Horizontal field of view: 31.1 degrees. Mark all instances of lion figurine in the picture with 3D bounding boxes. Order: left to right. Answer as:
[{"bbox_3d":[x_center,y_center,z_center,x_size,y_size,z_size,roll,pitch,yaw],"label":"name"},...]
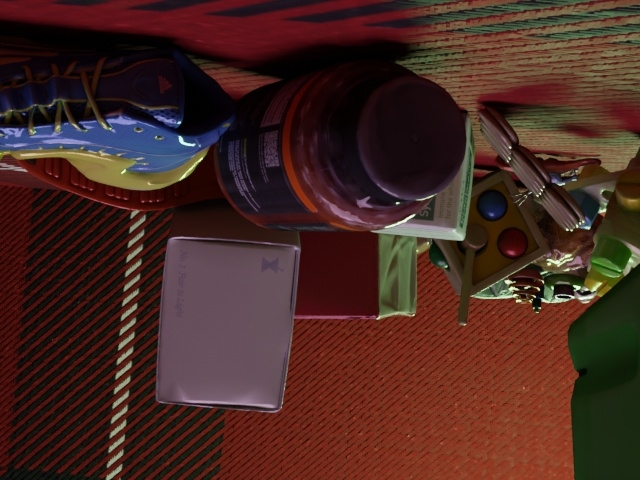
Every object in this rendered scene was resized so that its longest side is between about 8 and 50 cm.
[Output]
[{"bbox_3d":[0.202,-0.020,1.520,0.392,0.142,0.240,11,178,8],"label":"lion figurine"}]

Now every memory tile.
[{"bbox_3d":[0.162,-0.053,0.882,0.012,0.113,0.148,-40,174,5],"label":"memory tile"}]

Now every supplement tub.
[{"bbox_3d":[0.011,-0.057,0.721,0.106,0.106,0.198,6,179,-25],"label":"supplement tub"}]

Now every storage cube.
[{"bbox_3d":[0.000,0.000,1.339,0.193,0.215,0.184,-1,177,18],"label":"storage cube"}]

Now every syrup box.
[{"bbox_3d":[0.082,-0.053,0.994,0.096,0.093,0.237,6,179,8],"label":"syrup box"}]

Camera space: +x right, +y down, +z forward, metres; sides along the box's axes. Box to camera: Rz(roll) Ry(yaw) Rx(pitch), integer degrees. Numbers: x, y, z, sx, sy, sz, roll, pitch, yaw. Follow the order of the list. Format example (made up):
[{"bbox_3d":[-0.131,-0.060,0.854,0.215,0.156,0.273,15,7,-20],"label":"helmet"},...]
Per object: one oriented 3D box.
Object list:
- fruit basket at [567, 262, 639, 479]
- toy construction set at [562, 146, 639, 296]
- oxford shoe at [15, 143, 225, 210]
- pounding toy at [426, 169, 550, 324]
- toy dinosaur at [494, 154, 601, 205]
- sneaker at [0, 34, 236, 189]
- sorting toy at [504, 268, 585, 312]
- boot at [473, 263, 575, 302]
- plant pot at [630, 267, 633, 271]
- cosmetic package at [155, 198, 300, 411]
[{"bbox_3d":[0.361,0.088,0.635,0.392,0.283,0.392,1,165,0],"label":"fruit basket"},{"bbox_3d":[0.304,-0.019,0.854,0.215,0.151,0.327,30,174,5],"label":"toy construction set"},{"bbox_3d":[-0.129,-0.074,0.980,0.271,0.097,0.098,6,-175,-22],"label":"oxford shoe"},{"bbox_3d":[0.181,0.007,1.329,0.141,0.130,0.100,-29,-178,-6],"label":"pounding toy"},{"bbox_3d":[0.218,-0.077,1.139,0.082,0.047,0.090,15,143,-17],"label":"toy dinosaur"},{"bbox_3d":[-0.156,-0.095,0.702,0.240,0.091,0.126,7,160,-42],"label":"sneaker"},{"bbox_3d":[0.278,0.065,1.432,0.102,0.042,0.061,7,163,-5],"label":"sorting toy"},{"bbox_3d":[0.290,0.003,1.698,0.236,0.085,0.178,1,-137,-23],"label":"boot"},{"bbox_3d":[0.514,0.054,1.630,0.207,0.227,0.228,12,-179,13],"label":"plant pot"},{"bbox_3d":[-0.087,0.015,1.082,0.113,0.160,0.309,5,-160,-5],"label":"cosmetic package"}]
